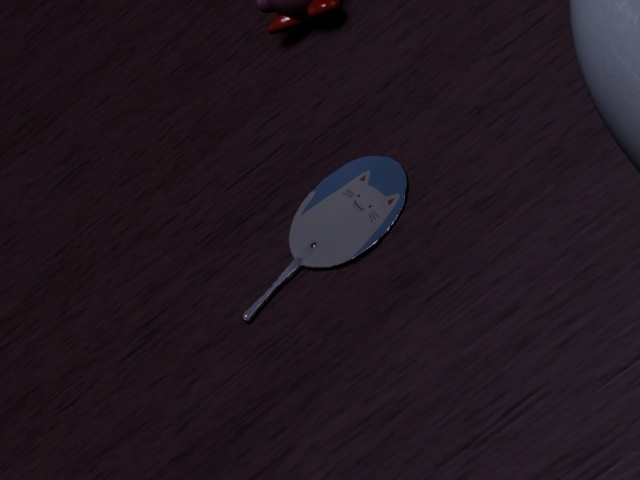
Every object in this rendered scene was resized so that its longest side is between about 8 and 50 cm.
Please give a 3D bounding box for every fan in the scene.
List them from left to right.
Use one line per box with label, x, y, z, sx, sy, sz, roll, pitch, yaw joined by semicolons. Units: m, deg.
fan;0.000;0.000;1.467;0.175;0.005;0.113;-46;35;-3

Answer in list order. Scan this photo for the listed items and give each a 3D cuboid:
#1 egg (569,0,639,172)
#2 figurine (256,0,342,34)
egg;0.279;-0.113;1.111;0.230;0.230;0.371;-35;41;13
figurine;-0.021;-0.229;1.671;0.083;0.071;0.067;-18;0;21
